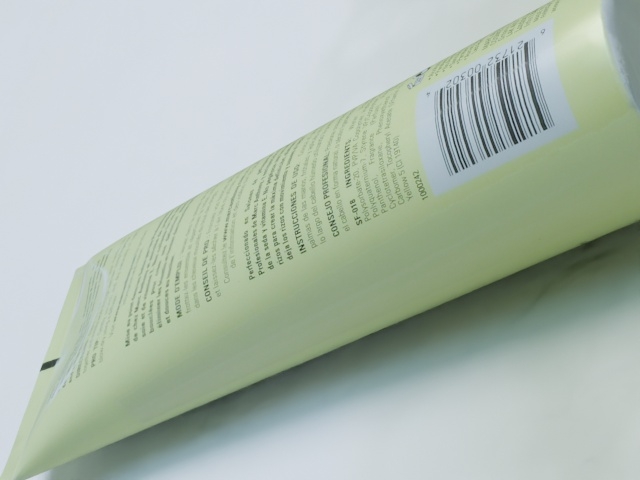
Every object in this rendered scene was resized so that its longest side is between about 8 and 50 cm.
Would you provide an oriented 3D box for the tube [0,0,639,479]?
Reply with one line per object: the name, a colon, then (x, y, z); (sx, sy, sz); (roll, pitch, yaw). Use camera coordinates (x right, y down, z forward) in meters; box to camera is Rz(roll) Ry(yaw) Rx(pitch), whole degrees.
tube: (0.000, 0.000, 0.517); (0.240, 0.062, 0.070); (-25, -6, 33)
